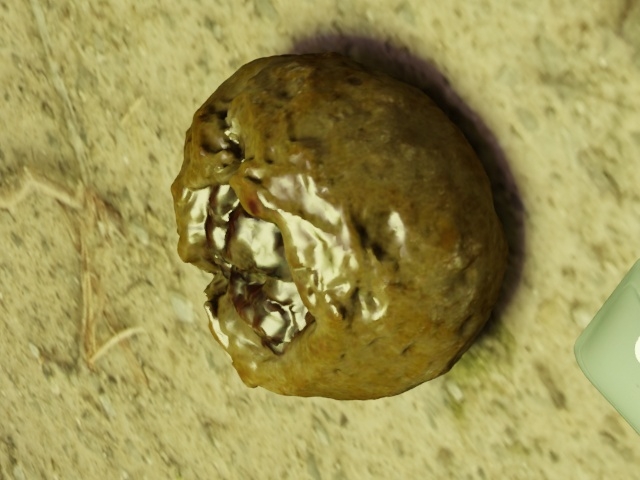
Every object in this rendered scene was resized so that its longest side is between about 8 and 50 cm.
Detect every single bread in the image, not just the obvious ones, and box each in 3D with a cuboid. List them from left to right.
[{"bbox_3d":[0.000,0.000,0.945,0.230,0.123,0.230,27,132,35],"label":"bread"}]

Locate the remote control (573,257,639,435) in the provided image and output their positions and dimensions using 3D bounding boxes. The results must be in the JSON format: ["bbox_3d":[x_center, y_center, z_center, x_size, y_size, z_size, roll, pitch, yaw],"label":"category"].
[{"bbox_3d":[0.247,0.136,0.794,0.293,0.051,0.103,47,138,18],"label":"remote control"}]
